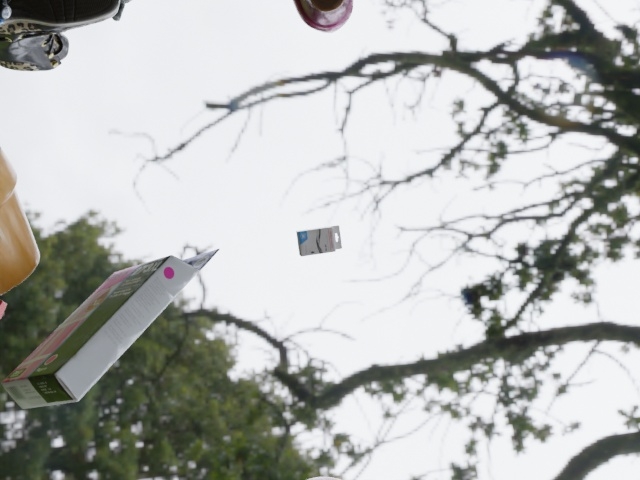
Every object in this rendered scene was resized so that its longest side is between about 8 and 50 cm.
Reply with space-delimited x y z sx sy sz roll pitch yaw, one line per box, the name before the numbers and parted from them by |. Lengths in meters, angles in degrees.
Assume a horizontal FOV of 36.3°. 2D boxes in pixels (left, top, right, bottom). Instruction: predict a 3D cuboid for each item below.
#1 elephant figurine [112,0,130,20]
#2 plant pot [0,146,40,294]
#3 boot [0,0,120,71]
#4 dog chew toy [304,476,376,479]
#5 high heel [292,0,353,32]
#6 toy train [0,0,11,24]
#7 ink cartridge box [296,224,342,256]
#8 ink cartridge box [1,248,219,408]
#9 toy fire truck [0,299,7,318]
elephant figurine | -0.389 -0.645 2.215 0.169 0.240 0.186 -90 162 -46
plant pot | -0.529 -0.019 1.485 0.205 0.205 0.187 41 -20 56
boot | -0.605 -0.476 2.137 0.284 0.378 0.138 85 -5 -80
dog chew toy | 0.067 0.487 1.613 0.332 0.207 0.206 -20 -108 40
high heel | -0.034 -0.509 1.506 0.181 0.127 0.377 -128 -151 -89
toy train | -0.696 -0.464 1.902 0.184 0.105 0.080 22 -59 14
ink cartridge box | 0.000 0.000 1.825 0.028 0.083 0.048 -157 -121 -79
ink cartridge box | -0.331 0.121 1.576 0.176 0.371 0.069 -15 -66 45
toy fire truck | -0.804 0.206 2.217 0.192 0.047 0.135 -62 165 -8
